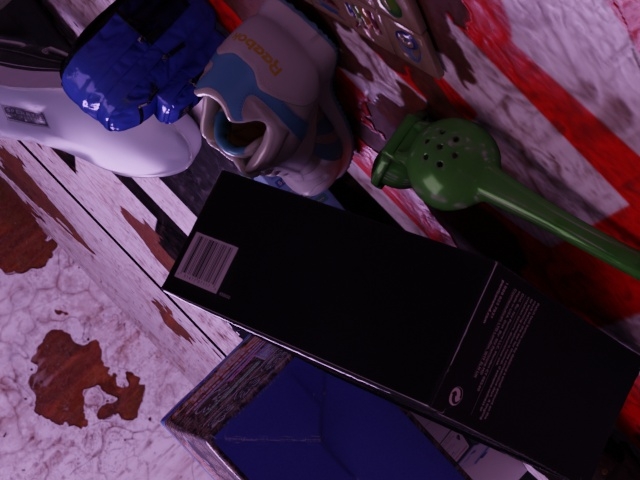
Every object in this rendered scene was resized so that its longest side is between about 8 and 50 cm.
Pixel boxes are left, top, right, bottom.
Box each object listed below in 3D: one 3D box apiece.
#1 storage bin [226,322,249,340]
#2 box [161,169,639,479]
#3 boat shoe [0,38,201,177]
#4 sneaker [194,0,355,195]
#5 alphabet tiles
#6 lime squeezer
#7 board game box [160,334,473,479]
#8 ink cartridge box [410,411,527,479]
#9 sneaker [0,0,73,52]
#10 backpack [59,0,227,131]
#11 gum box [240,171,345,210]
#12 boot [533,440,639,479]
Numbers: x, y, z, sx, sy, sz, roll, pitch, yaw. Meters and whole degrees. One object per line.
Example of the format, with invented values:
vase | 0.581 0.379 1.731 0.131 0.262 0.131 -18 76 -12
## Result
storage bin | -0.051 0.064 1.667 0.180 0.084 0.122 31 161 48
box | 0.051 0.056 1.046 0.261 0.103 0.184 20 170 45
boat shoe | -0.241 -0.145 1.582 0.306 0.105 0.113 10 138 29
sneaker | -0.037 -0.086 1.116 0.087 0.092 0.229 40 168 20
alphabet tiles | -0.034 -0.206 0.919 0.237 0.009 0.198 37 165 39
lime squeezer | 0.083 -0.044 0.981 0.110 0.059 0.310 18 -178 -31
board game box | 0.000 0.202 1.410 0.232 0.141 0.291 47 168 -5
ink cartridge box | 0.094 0.161 1.495 0.139 0.082 0.191 31 162 52
sneaker | -0.352 -0.231 1.734 0.118 0.083 0.222 52 166 -26
backpack | -0.136 -0.138 1.214 0.101 0.120 0.098 45 167 6
gum box | 0.000 0.000 1.336 0.184 0.041 0.157 51 170 16
boot | 0.164 0.153 1.235 0.229 0.091 0.263 42 177 -19
